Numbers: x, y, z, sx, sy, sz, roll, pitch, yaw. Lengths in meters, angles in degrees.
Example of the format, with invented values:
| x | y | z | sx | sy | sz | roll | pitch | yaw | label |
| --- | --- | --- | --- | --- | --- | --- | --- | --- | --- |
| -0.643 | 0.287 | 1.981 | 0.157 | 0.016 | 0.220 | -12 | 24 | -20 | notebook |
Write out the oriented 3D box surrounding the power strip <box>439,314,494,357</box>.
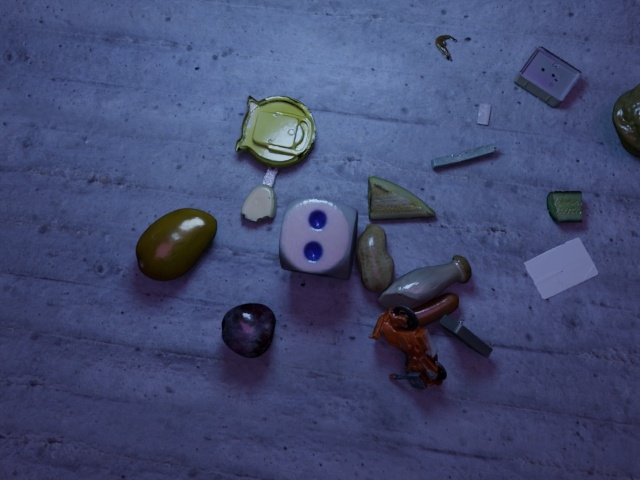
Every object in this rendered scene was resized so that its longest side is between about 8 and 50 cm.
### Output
| x | y | z | sx | sy | sz | roll | pitch | yaw | label |
| --- | --- | --- | --- | --- | --- | --- | --- | --- | --- |
| 0.489 | 0.316 | 1.522 | 0.216 | 0.145 | 0.061 | 38 | 85 | -31 | power strip |

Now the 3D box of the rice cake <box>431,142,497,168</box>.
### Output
| x | y | z | sx | sy | sz | roll | pitch | yaw | label |
| --- | --- | --- | --- | --- | --- | --- | --- | --- | --- |
| 0.538 | -0.315 | 1.643 | 0.246 | 0.045 | 0.042 | -15 | 80 | 1 | rice cake |

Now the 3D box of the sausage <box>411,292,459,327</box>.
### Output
| x | y | z | sx | sy | sz | roll | pitch | yaw | label |
| --- | --- | --- | --- | --- | --- | --- | --- | --- | --- |
| 0.405 | 0.249 | 1.567 | 0.198 | 0.076 | 0.076 | -25 | 83 | -2 | sausage |

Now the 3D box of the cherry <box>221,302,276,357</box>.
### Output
| x | y | z | sx | sy | sz | roll | pitch | yaw | label |
| --- | --- | --- | --- | --- | --- | --- | --- | --- | --- |
| -0.253 | 0.312 | 1.532 | 0.196 | 0.195 | 0.194 | 0 | 83 | 2 | cherry |

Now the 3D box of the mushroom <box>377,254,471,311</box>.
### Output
| x | y | z | sx | sy | sz | roll | pitch | yaw | label |
| --- | --- | --- | --- | --- | --- | --- | --- | --- | --- |
| 0.372 | 0.156 | 1.557 | 0.351 | 0.128 | 0.128 | -22 | 83 | -5 | mushroom |

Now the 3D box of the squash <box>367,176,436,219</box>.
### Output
| x | y | z | sx | sy | sz | roll | pitch | yaw | label |
| --- | --- | --- | --- | --- | --- | --- | --- | --- | --- |
| 0.301 | -0.169 | 1.603 | 0.253 | 0.093 | 0.169 | -3 | 128 | 2 | squash |

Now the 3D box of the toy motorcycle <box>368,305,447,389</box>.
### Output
| x | y | z | sx | sy | sz | roll | pitch | yaw | label |
| --- | --- | --- | --- | --- | --- | --- | --- | --- | --- |
| 0.294 | 0.363 | 1.506 | 0.148 | 0.221 | 0.325 | -38 | 104 | -38 | toy motorcycle |

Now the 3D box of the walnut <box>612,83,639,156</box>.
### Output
| x | y | z | sx | sy | sz | roll | pitch | yaw | label |
| --- | --- | --- | --- | --- | --- | --- | --- | --- | --- |
| 1.170 | -0.432 | 1.547 | 0.284 | 0.227 | 0.282 | 2 | 73 | -5 | walnut |

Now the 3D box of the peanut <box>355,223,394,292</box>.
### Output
| x | y | z | sx | sy | sz | roll | pitch | yaw | label |
| --- | --- | --- | --- | --- | --- | --- | --- | --- | --- |
| 0.195 | 0.060 | 1.576 | 0.137 | 0.122 | 0.252 | -4 | 80 | -41 | peanut |

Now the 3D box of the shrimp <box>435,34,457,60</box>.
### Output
| x | y | z | sx | sy | sz | roll | pitch | yaw | label |
| --- | --- | --- | --- | --- | --- | --- | --- | --- | --- |
| 0.502 | -0.758 | 1.709 | 0.083 | 0.023 | 0.114 | -26 | 79 | -4 | shrimp |

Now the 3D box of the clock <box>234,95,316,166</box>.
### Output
| x | y | z | sx | sy | sz | roll | pitch | yaw | label |
| --- | --- | --- | --- | --- | --- | --- | --- | --- | --- |
| -0.162 | -0.412 | 1.665 | 0.294 | 0.071 | 0.276 | 18 | 80 | 4 | clock |

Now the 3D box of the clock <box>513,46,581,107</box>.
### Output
| x | y | z | sx | sy | sz | roll | pitch | yaw | label |
| --- | --- | --- | --- | --- | --- | --- | --- | --- | --- |
| 0.854 | -0.615 | 1.654 | 0.192 | 0.071 | 0.146 | 36 | 85 | 5 | clock |

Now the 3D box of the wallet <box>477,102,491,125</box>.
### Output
| x | y | z | sx | sy | sz | roll | pitch | yaw | label |
| --- | --- | --- | --- | --- | --- | --- | --- | --- | --- |
| 0.627 | -0.483 | 1.677 | 0.044 | 0.011 | 0.083 | 10 | 84 | 3 | wallet |

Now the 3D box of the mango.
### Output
| x | y | z | sx | sy | sz | roll | pitch | yaw | label |
| --- | --- | --- | --- | --- | --- | --- | --- | --- | --- |
| -0.520 | 0.006 | 1.583 | 0.317 | 0.173 | 0.211 | -43 | 84 | -10 | mango |

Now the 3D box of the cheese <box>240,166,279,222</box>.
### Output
| x | y | z | sx | sy | sz | roll | pitch | yaw | label |
| --- | --- | --- | --- | --- | --- | --- | --- | --- | --- |
| -0.206 | -0.185 | 1.651 | 0.127 | 0.050 | 0.255 | 20 | 84 | 4 | cheese |

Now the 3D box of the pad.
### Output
| x | y | z | sx | sy | sz | roll | pitch | yaw | label |
| --- | --- | --- | --- | --- | --- | --- | --- | --- | --- |
| 0.881 | 0.102 | 1.603 | 0.232 | 0.004 | 0.156 | -25 | 83 | -1 | pad |

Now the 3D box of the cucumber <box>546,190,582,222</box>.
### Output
| x | y | z | sx | sy | sz | roll | pitch | yaw | label |
| --- | --- | --- | --- | --- | --- | --- | --- | --- | --- |
| 0.893 | -0.122 | 1.600 | 0.116 | 0.062 | 0.116 | -1 | 90 | 4 | cucumber |

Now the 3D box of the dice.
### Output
| x | y | z | sx | sy | sz | roll | pitch | yaw | label |
| --- | --- | --- | --- | --- | --- | --- | --- | --- | --- |
| 0.000 | 0.000 | 1.521 | 0.244 | 0.259 | 0.250 | 7 | 85 | 5 | dice |
